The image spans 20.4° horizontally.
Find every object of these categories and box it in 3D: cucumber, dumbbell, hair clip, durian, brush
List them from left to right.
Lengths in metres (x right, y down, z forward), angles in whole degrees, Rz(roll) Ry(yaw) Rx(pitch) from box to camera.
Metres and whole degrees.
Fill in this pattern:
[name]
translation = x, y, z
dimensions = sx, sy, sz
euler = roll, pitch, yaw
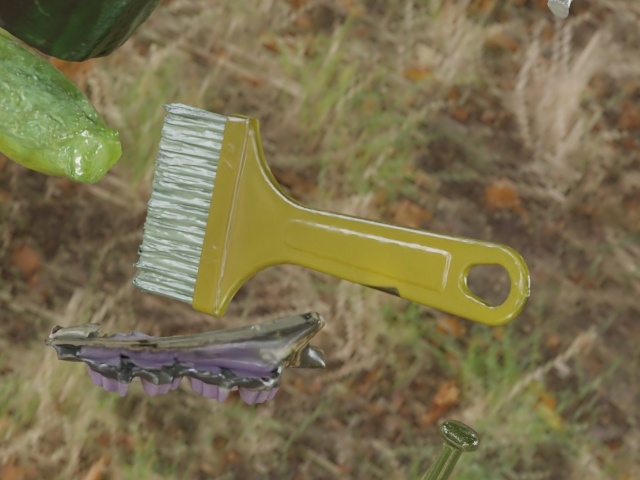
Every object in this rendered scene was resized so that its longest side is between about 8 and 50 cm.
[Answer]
[durian]
translation = -0.307, -0.146, 1.779
dimensions = 0.250, 0.139, 0.101
euler = 40, 81, 11
[cucumber]
translation = -0.194, -0.239, 1.372
dimensions = 0.191, 0.130, 0.191
euler = 18, 49, -23
[hair clip]
translation = -0.128, 0.112, 1.757
dimensions = 0.292, 0.084, 0.106
euler = 1, 28, -17
[brush]
translation = 0.000, 0.000, 0.690
dimensions = 0.205, 0.083, 0.011
euler = 15, 5, 43
[dumbbell]
translation = 0.141, 0.267, 2.073
dimensions = 0.052, 0.118, 0.046
euler = 32, 17, 13

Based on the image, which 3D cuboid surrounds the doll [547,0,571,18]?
[doll]
translation = 0.262, -0.259, 1.354
dimensions = 0.114, 0.057, 0.227
euler = 16, 75, 29
